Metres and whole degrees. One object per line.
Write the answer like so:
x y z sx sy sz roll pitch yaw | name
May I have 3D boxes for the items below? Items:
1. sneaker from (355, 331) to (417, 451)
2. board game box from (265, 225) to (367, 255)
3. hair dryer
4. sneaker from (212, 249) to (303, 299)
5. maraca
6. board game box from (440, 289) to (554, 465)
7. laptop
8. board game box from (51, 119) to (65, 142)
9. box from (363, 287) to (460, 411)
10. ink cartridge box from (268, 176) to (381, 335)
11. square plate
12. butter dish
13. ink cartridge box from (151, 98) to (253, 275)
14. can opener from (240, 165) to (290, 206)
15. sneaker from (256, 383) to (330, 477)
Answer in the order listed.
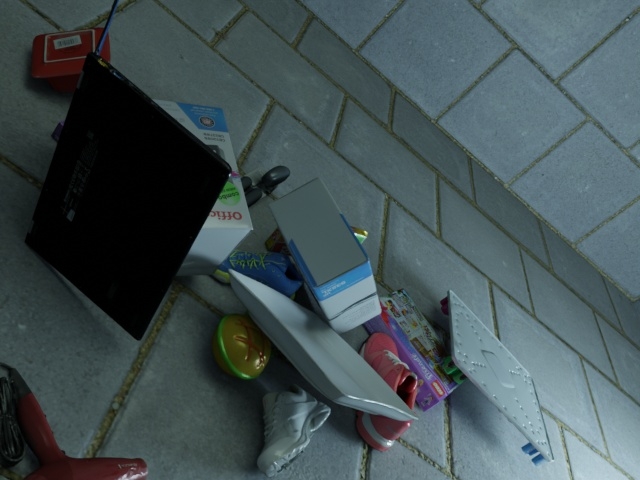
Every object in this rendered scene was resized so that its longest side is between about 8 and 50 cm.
0.163 0.309 1.461 0.116 0.136 0.314 36 31 -20 | sneaker
0.000 0.000 1.637 0.259 0.124 0.039 15 36 -44 | board game box
-0.359 0.271 0.877 0.293 0.080 0.224 34 31 -22 | hair dryer
-0.138 0.047 1.397 0.240 0.126 0.091 35 31 -22 | sneaker
-0.139 0.192 1.248 0.127 0.099 0.185 66 20 0 | maraca
0.465 0.361 1.809 0.390 0.050 0.390 46 22 -10 | board game box
-0.313 -0.132 1.091 0.408 0.382 0.236 40 35 7 | laptop
-0.369 -0.138 1.407 0.347 0.056 0.208 45 25 -3 | board game box
0.234 0.268 1.685 0.293 0.057 0.201 55 29 15 | box
0.016 0.046 1.441 0.223 0.129 0.307 59 -5 27 | ink cartridge box
0.001 0.214 1.263 0.344 0.049 0.347 43 4 35 | square plate
-0.523 -0.369 1.428 0.160 0.118 0.160 -11 52 -8 | butter dish
-0.278 -0.091 1.235 0.198 0.197 0.270 0 63 -35 | ink cartridge box
-0.170 -0.131 1.622 0.074 0.093 0.280 47 34 -1 | can opener
-0.072 0.332 1.191 0.115 0.090 0.232 43 20 6 | sneaker
